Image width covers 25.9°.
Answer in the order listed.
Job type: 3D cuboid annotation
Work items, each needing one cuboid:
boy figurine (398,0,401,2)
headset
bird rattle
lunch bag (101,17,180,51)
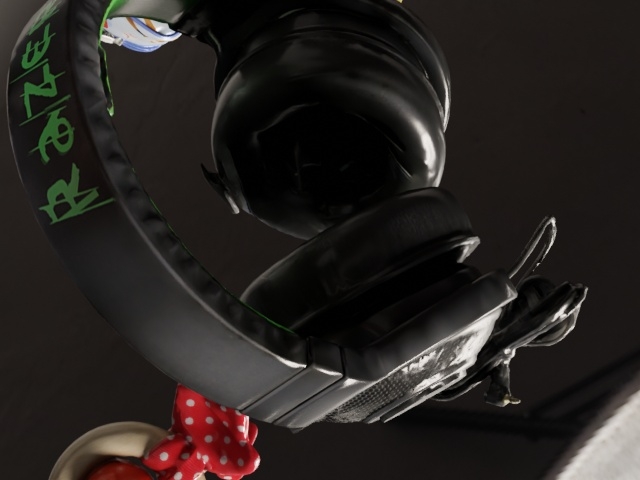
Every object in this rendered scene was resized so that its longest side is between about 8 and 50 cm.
[{"bbox_3d":[0.039,-0.187,1.338,0.092,0.285,0.177,-11,122,10],"label":"boy figurine"},{"bbox_3d":[0.000,0.000,0.729,0.394,0.243,0.185,19,136,-41],"label":"headset"},{"bbox_3d":[-0.171,0.261,1.402,0.207,0.143,0.253,9,99,-9],"label":"bird rattle"},{"bbox_3d":[-0.244,-0.414,1.906,0.243,0.115,0.303,32,70,-25],"label":"lunch bag"}]
